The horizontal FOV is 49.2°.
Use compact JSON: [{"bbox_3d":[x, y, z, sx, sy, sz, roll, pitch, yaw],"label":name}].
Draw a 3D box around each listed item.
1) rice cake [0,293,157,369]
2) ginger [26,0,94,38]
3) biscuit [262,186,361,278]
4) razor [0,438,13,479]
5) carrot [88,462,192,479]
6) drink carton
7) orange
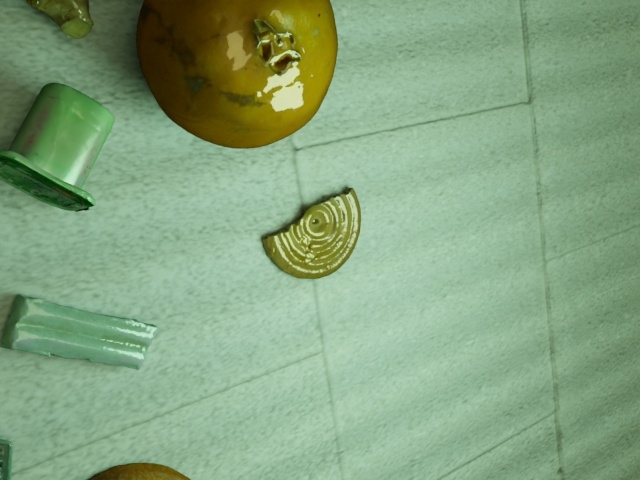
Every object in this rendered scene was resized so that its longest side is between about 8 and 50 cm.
[{"bbox_3d":[-0.372,0.147,1.096,0.226,0.040,0.085,18,84,-34],"label":"rice cake"},{"bbox_3d":[-0.448,-0.448,0.904,0.348,0.122,0.364,-1,94,-61],"label":"ginger"},{"bbox_3d":[0.001,0.000,1.339,0.224,0.033,0.145,-29,110,-28],"label":"biscuit"},{"bbox_3d":[-0.577,0.353,0.970,0.277,0.056,0.111,2,96,-34],"label":"razor"},{"bbox_3d":[-0.299,0.510,1.164,0.307,0.100,0.258,47,71,-20],"label":"carrot"},{"bbox_3d":[-0.380,-0.137,1.012,0.146,0.144,0.143,31,68,-33],"label":"drink carton"},{"bbox_3d":[-0.125,-0.296,1.065,0.311,0.312,0.313,-4,97,-34],"label":"orange"}]
